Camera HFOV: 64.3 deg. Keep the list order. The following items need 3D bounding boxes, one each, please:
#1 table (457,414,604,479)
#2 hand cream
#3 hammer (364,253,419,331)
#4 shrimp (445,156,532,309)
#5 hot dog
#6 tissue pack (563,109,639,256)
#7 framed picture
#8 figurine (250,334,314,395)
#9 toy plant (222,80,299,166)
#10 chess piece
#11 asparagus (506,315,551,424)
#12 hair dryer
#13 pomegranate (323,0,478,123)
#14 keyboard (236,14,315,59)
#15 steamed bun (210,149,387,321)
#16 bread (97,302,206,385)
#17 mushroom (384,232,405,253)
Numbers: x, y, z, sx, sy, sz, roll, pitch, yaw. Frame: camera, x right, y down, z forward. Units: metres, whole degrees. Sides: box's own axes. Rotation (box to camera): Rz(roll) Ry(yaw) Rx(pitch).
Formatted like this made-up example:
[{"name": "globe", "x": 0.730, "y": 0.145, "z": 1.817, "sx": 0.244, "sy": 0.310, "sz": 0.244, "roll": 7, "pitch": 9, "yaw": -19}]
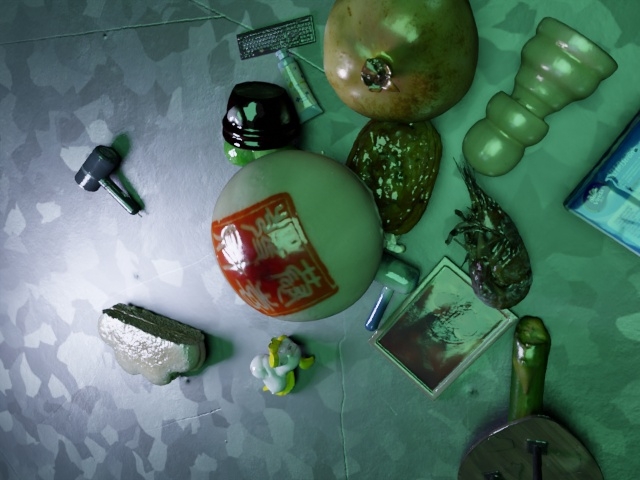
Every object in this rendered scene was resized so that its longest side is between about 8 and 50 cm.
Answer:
[{"name": "table", "x": 0.418, "y": 0.578, "z": 1.038, "sx": 0.318, "sy": 0.249, "sz": 0.317, "roll": 9, "pitch": 122, "yaw": 15}, {"name": "hand cream", "x": -0.056, "y": -0.365, "z": 1.193, "sx": 0.065, "sy": 0.043, "sz": 0.170, "roll": -23, "pitch": 93, "yaw": 22}, {"name": "hammer", "x": 0.148, "y": 0.131, "z": 1.196, "sx": 0.116, "sy": 0.069, "sz": 0.193, "roll": 26, "pitch": 112, "yaw": 13}, {"name": "shrimp", "x": 0.340, "y": -0.013, "z": 1.070, "sx": 0.145, "sy": 0.116, "sz": 0.342, "roll": -19, "pitch": 98, "yaw": 19}, {"name": "hot dog", "x": 0.158, "y": -0.150, "z": 1.103, "sx": 0.196, "sy": 0.122, "sz": 0.272, "roll": 22, "pitch": 103, "yaw": 17}, {"name": "tissue pack", "x": 0.619, "y": -0.114, "z": 0.937, "sx": 0.198, "sy": 0.146, "sz": 0.263, "roll": 37, "pitch": 110, "yaw": 12}, {"name": "framed picture", "x": 0.277, "y": 0.208, "z": 1.186, "sx": 0.211, "sy": 0.020, "sz": 0.289, "roll": 42, "pitch": 111, "yaw": 9}, {"name": "figurine", "x": -0.110, "y": 0.333, "z": 1.314, "sx": 0.130, "sy": 0.109, "sz": 0.178, "roll": 35, "pitch": 114, "yaw": -12}, {"name": "toy plant", "x": -0.131, "y": -0.239, "z": 1.188, "sx": 0.218, "sy": 0.175, "sz": 0.235, "roll": 22, "pitch": 134, "yaw": 22}, {"name": "chess piece", "x": 0.397, "y": -0.261, "z": 0.995, "sx": 0.167, "sy": 0.167, "sz": 0.299, "roll": 42, "pitch": 115, "yaw": 9}, {"name": "asparagus", "x": 0.449, "y": 0.339, "z": 1.115, "sx": 0.082, "sy": 0.085, "sz": 0.342, "roll": 2, "pitch": 99, "yaw": -5}, {"name": "hair dryer", "x": -0.567, "y": -0.147, "z": 1.409, "sx": 0.124, "sy": 0.071, "sz": 0.219, "roll": -43, "pitch": 90, "yaw": 21}, {"name": "pomegranate", "x": 0.152, "y": -0.366, "z": 0.974, "sx": 0.319, "sy": 0.319, "sz": 0.319, "roll": 3, "pitch": 100, "yaw": 19}, {"name": "keyboard", "x": -0.108, "y": -0.481, "z": 1.210, "sx": 0.198, "sy": 0.010, "sz": 0.063, "roll": -6, "pitch": 99, "yaw": 21}, {"name": "steamed bun", "x": -0.062, "y": 0.012, "z": 1.041, "sx": 0.375, "sy": 0.241, "sz": 0.374, "roll": 12, "pitch": 125, "yaw": 17}, {"name": "bread", "x": -0.481, "y": 0.304, "z": 1.432, "sx": 0.338, "sy": 0.102, "sz": 0.183, "roll": 16, "pitch": 104, "yaw": 18}, {"name": "mushroom", "x": 0.159, "y": -0.007, "z": 1.190, "sx": 0.049, "sy": 0.019, "sz": 0.101, "roll": -43, "pitch": 84, "yaw": 19}]
